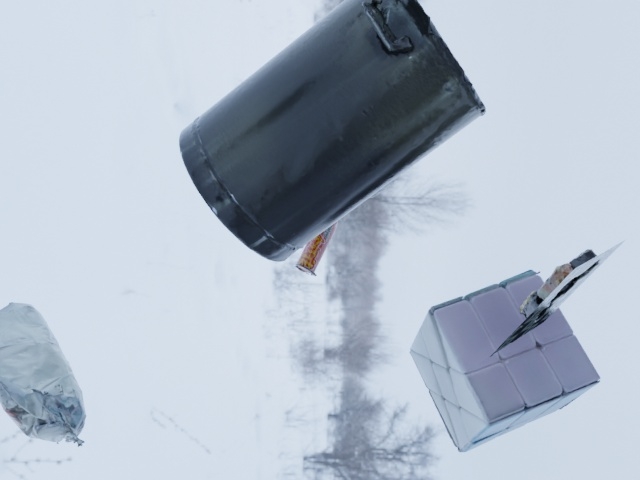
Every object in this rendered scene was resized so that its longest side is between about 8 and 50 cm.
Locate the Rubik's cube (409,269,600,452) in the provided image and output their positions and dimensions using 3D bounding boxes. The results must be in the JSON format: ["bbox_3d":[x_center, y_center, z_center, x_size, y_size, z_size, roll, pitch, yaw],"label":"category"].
[{"bbox_3d":[0.320,0.222,1.166,0.231,0.224,0.221,94,-25,-61],"label":"Rubik's cube"}]

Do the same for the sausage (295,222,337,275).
[{"bbox_3d":[0.000,0.000,1.298,0.048,0.050,0.145,47,64,-45],"label":"sausage"}]

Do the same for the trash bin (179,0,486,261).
[{"bbox_3d":[0.014,-0.140,0.753,0.203,0.301,0.252,57,16,11],"label":"trash bin"}]

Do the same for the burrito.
[{"bbox_3d":[-0.515,0.236,1.139,0.445,0.139,0.101,32,-58,48],"label":"burrito"}]

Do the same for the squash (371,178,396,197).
[{"bbox_3d":[0.048,-0.194,1.150,0.165,0.252,0.252,-6,100,-44],"label":"squash"}]

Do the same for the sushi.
[{"bbox_3d":[0.305,0.070,0.864,0.031,0.139,0.201,51,-43,23],"label":"sushi"}]
